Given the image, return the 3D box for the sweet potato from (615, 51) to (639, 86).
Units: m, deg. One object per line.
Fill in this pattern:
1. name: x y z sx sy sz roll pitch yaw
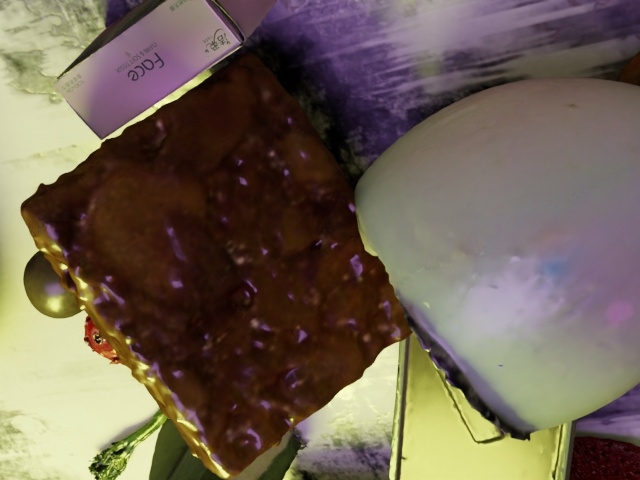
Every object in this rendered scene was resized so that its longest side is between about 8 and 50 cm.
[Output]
1. sweet potato: 0.402 -0.201 1.382 0.255 0.058 0.078 -18 136 35

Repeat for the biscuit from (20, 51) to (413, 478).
1. biscuit: -0.107 0.028 1.549 0.395 0.342 0.166 56 165 -9

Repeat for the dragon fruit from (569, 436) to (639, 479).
1. dragon fruit: 0.368 0.349 1.748 0.274 0.126 0.161 14 138 28

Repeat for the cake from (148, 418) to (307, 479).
1. cake: -0.174 0.349 1.852 0.158 0.283 0.172 48 134 -13

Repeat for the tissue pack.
1. tissue pack: -0.169 -0.232 1.522 0.246 0.148 0.092 -28 111 36

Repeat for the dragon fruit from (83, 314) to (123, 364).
1. dragon fruit: -0.283 0.134 1.872 0.112 0.068 0.126 -15 116 29

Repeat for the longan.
1. longan: -0.348 0.056 1.826 0.113 0.092 0.113 2 103 7

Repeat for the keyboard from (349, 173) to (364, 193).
1. keyboard: 0.000 0.000 1.698 0.072 0.023 0.231 46 127 -11

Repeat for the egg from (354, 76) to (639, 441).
1. egg: 0.263 -0.020 1.393 0.340 0.354 0.354 -36 106 18

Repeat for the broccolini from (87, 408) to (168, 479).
1. broccolini: -0.269 0.292 1.993 0.239 0.054 0.051 -42 80 34

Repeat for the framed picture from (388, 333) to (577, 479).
1. framed picture: 0.204 0.212 1.684 0.247 0.022 0.335 15 115 29
